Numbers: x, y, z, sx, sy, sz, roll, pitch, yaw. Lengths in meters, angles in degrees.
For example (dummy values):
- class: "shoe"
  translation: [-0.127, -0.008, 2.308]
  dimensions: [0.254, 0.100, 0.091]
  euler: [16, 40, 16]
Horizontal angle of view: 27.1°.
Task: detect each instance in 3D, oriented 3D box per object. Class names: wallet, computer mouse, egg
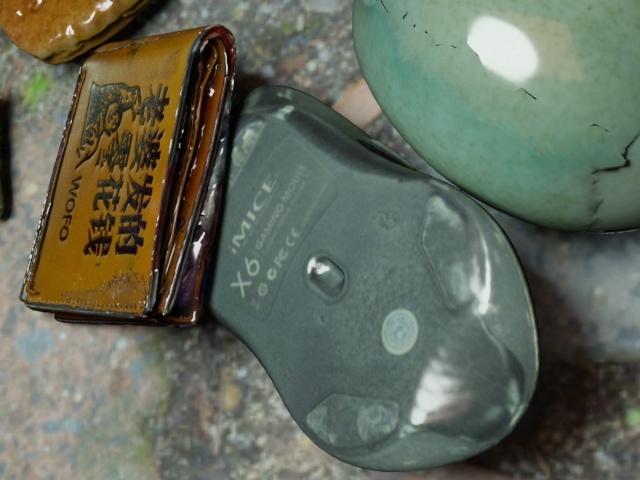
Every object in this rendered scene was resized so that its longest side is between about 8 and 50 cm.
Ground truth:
- class: "wallet"
  translation: [-0.126, -0.042, 0.859]
  dimensions: [0.161, 0.042, 0.195]
  euler: [1, 79, 47]
- class: "computer mouse"
  translation: [0.000, 0.000, 0.816]
  dimensions: [0.379, 0.090, 0.167]
  euler: [42, 105, 38]
- class: "egg"
  translation: [0.124, -0.100, 0.747]
  dimensions: [0.236, 0.169, 0.169]
  euler: [37, 91, 25]

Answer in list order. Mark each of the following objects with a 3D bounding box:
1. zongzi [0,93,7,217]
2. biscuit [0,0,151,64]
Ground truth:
- class: "zongzi"
  translation: [-0.275, -0.057, 0.947]
  dimensions: [0.113, 0.052, 0.104]
  euler: [-9, 80, 31]
- class: "biscuit"
  translation: [-0.221, -0.224, 0.961]
  dimensions: [0.277, 0.052, 0.262]
  euler: [38, 92, 26]
